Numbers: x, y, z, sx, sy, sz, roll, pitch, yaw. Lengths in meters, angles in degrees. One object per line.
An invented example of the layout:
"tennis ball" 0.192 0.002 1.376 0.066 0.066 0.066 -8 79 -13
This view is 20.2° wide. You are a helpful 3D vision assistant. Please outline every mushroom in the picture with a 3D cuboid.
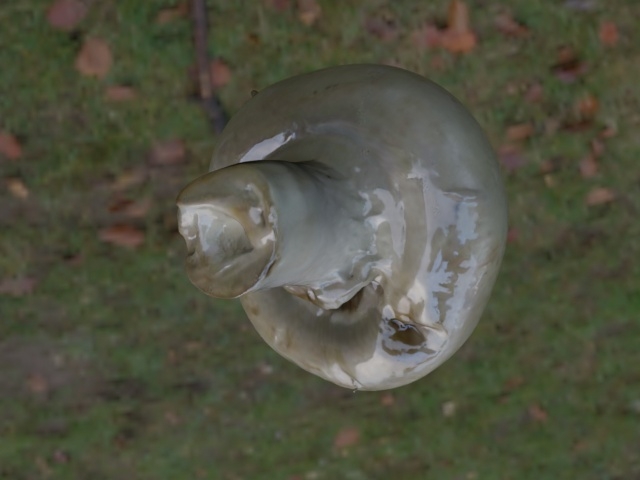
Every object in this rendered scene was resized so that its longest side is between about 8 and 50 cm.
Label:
"mushroom" 0.000 0.000 1.513 0.292 0.292 0.290 -41 168 37
